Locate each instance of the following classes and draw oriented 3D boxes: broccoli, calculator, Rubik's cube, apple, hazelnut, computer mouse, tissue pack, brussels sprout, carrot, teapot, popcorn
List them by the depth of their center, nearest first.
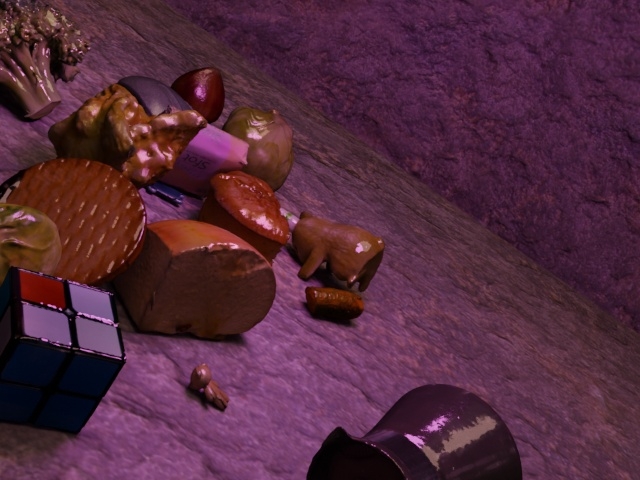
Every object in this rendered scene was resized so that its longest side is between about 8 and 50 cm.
[{"bbox_3d":[-0.432,0.172,1.226,0.184,0.167,0.180,22,24,-32],"label":"Rubik's cube"},{"bbox_3d":[-0.536,0.027,1.307,0.161,0.223,0.223,45,23,17],"label":"brussels sprout"},{"bbox_3d":[0.177,0.467,1.398,0.362,0.306,0.375,-6,74,-47],"label":"teapot"},{"bbox_3d":[-0.261,0.086,1.646,0.309,0.314,0.252,6,77,-44],"label":"apple"},{"bbox_3d":[-0.465,-0.225,1.807,0.290,0.321,0.325,33,3,-4],"label":"popcorn"},{"bbox_3d":[-0.776,-0.482,1.982,0.317,0.277,0.338,46,23,-30],"label":"broccoli"},{"bbox_3d":[0.034,0.166,2.042,0.173,0.082,0.082,11,31,-33],"label":"carrot"},{"bbox_3d":[-0.431,-0.139,2.079,0.141,0.019,0.094,28,17,-12],"label":"calculator"},{"bbox_3d":[-0.355,-0.236,2.084,0.257,0.215,0.122,21,50,-37],"label":"tissue pack"},{"bbox_3d":[-0.205,-0.264,2.342,0.243,0.273,0.316,15,13,13],"label":"brussels sprout"},{"bbox_3d":[-0.498,-0.412,2.427,0.374,0.114,0.203,45,23,23],"label":"computer mouse"},{"bbox_3d":[-0.404,-0.491,2.601,0.208,0.208,0.208,30,22,-13],"label":"hazelnut"}]

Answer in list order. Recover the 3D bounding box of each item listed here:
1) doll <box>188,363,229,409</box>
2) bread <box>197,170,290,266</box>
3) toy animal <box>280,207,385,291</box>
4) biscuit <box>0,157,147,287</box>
[{"bbox_3d":[-0.208,0.279,1.483,0.093,0.051,0.061,33,15,-8],"label":"doll"},{"bbox_3d":[-0.219,-0.059,2.001,0.179,0.194,0.340,15,26,-29],"label":"bread"},{"bbox_3d":[0.001,0.020,2.207,0.363,0.180,0.181,20,7,26],"label":"toy animal"},{"bbox_3d":[-0.495,-0.031,1.503,0.318,0.040,0.317,3,57,-5],"label":"biscuit"}]
